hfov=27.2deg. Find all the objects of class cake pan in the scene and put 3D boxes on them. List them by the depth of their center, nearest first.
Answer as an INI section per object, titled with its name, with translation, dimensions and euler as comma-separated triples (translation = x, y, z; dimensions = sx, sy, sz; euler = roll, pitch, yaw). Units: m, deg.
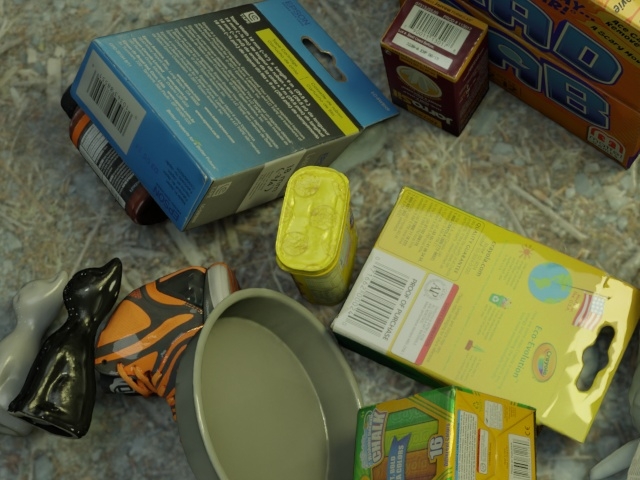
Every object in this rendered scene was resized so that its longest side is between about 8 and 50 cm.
[cake pan]
translation = -0.053, 0.199, 1.476
dimensions = 0.054, 0.293, 0.293
euler = -24, 68, 34

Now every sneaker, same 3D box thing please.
[sneaker]
translation = -0.167, 0.191, 1.569
dimensions = 0.180, 0.124, 0.321
euler = -14, 61, 7

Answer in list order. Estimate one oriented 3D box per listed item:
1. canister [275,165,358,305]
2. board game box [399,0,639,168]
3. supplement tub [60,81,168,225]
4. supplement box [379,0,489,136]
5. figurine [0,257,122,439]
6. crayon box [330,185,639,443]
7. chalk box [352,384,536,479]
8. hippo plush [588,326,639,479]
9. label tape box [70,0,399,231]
[canister]
translation = 0.000, 0.000, 1.568
dimensions = 0.073, 0.170, 0.126
euler = 8, 73, 10
[board game box]
translation = 0.330, -0.372, 1.547
dimensions = 0.356, 0.356, 0.356
euler = 36, 80, 16
[supplement tub]
translation = -0.246, -0.121, 1.673
dimensions = 0.106, 0.106, 0.198
euler = -37, 71, -5
[supplement box]
translation = 0.142, -0.212, 1.607
dimensions = 0.104, 0.188, 0.081
euler = 29, 79, 15
[figurine]
translation = -0.324, 0.124, 1.575
dimensions = 0.215, 0.092, 0.209
euler = -9, 57, 50
[crayon box]
translation = 0.199, 0.093, 1.561
dimensions = 0.318, 0.081, 0.202
euler = 25, 77, 15
[chalk box]
translation = 0.120, 0.251, 1.469
dimensions = 0.132, 0.213, 0.132
euler = 18, 64, -34
[hippo plush]
translation = 0.467, 0.149, 1.400
dimensions = 0.236, 0.234, 0.294
euler = 18, 79, -9
[label tape box]
translation = -0.101, -0.167, 1.646
dimensions = 0.333, 0.106, 0.240
euler = -22, 65, -43
